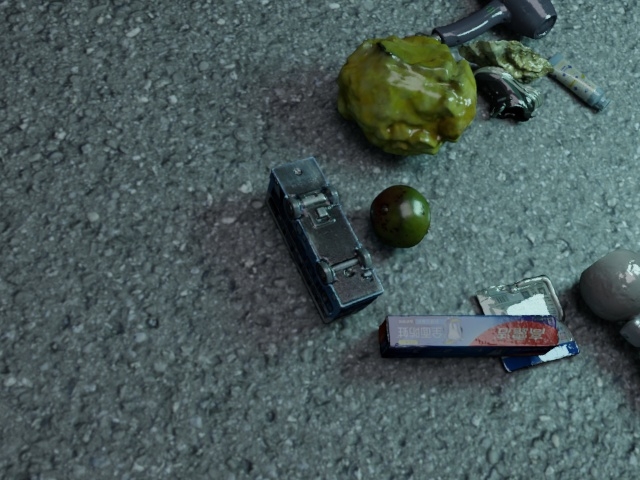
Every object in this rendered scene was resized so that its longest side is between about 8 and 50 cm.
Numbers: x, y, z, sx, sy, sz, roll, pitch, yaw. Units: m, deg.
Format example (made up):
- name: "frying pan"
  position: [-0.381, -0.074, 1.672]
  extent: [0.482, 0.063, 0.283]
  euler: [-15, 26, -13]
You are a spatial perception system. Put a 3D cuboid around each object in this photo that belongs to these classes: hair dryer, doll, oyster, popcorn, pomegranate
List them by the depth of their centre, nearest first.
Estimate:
- name: "doll"
  position: [0.624, 0.156, 1.658]
  extent: [0.151, 0.151, 0.287]
  euler: [-27, 76, -24]
- name: "pomegranate"
  position: [0.155, -0.043, 1.659]
  extent: [0.130, 0.130, 0.130]
  euler: [6, 62, -11]
- name: "popcorn"
  position: [0.174, -0.301, 1.737]
  extent: [0.286, 0.215, 0.252]
  euler: [14, 67, -2]
- name: "oyster"
  position: [0.401, -0.391, 1.898]
  extent: [0.209, 0.133, 0.072]
  euler: [10, 77, -37]
- name: "hair dryer"
  position: [0.327, -0.532, 1.962]
  extent: [0.361, 0.121, 0.301]
  euler: [-31, 66, -20]

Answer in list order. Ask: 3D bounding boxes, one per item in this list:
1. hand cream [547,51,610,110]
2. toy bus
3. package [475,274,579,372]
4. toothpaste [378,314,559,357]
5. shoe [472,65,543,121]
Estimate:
- name: "hand cream"
  position: [0.588, -0.362, 1.964]
  extent: [0.170, 0.043, 0.065]
  euler: [44, 65, 12]
- name: "toy bus"
  position: [0.000, 0.000, 1.583]
  extent: [0.106, 0.131, 0.297]
  euler: [-19, 70, -22]
- name: "package"
  position: [0.402, 0.158, 1.664]
  extent: [0.171, 0.027, 0.173]
  euler: [-9, 69, -21]
- name: "toothpaste"
  position: [0.271, 0.176, 1.576]
  extent: [0.320, 0.076, 0.066]
  euler: [0, 69, -9]
- name: "shoe"
  position: [0.398, -0.307, 1.878]
  extent: [0.169, 0.071, 0.099]
  euler: [27, 67, -1]
